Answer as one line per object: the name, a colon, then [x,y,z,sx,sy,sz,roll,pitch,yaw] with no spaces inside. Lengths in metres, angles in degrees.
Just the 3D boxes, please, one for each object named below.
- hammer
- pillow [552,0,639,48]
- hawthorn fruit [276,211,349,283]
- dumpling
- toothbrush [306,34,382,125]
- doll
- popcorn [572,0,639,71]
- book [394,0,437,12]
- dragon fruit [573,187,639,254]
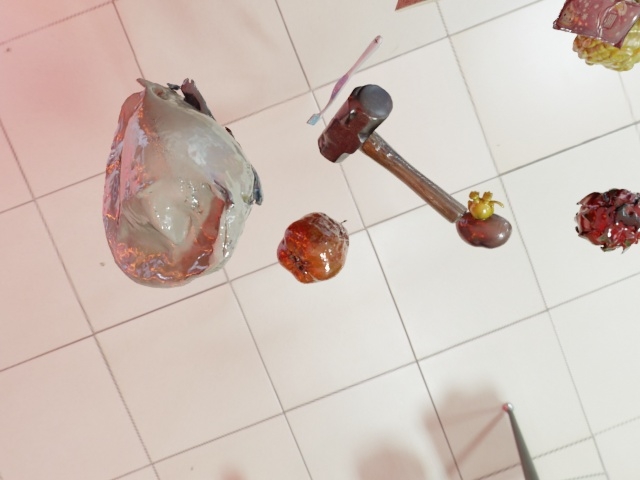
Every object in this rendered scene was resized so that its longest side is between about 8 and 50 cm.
hammer: [0.187,-0.170,1.175,0.409,0.242,0.095,39,66,-10]
pillow: [0.687,-0.554,1.231,0.185,0.043,0.118,27,133,13]
hawthorn fruit: [0.000,0.000,1.440,0.207,0.207,0.243,50,54,-5]
dumpling: [-0.180,-0.070,0.641,0.293,0.164,0.204,54,136,26]
toothbrush: [0.024,-0.168,0.534,0.131,0.013,0.011,-42,69,41]
doll: [0.434,-0.051,1.301,0.145,0.188,0.096,21,51,8]
popcorn: [0.867,-0.628,1.452,0.206,0.237,0.251,20,102,24]
book: [0.354,-0.755,1.302,0.032,0.389,0.268,18,93,-30]
dragon fruit: [0.755,-0.053,1.286,0.189,0.182,0.182,-34,97,41]
